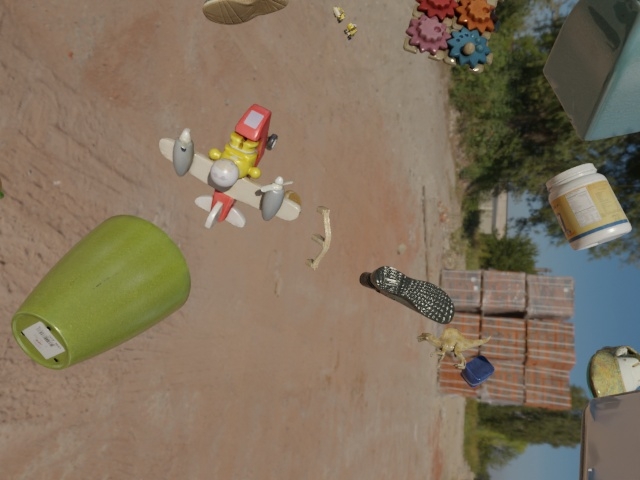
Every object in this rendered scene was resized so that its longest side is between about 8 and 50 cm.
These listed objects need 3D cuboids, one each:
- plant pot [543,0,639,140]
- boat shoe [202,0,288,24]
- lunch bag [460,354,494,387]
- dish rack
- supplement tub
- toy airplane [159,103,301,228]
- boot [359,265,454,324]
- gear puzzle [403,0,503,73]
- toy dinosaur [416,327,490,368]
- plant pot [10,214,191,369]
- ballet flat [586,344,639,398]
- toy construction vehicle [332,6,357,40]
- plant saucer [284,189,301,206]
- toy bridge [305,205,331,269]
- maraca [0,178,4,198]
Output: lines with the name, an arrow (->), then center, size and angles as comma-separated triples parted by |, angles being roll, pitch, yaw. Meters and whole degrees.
plant pot -> 0.627, -0.389, 0.855 | 0.252, 0.248, 0.247 | 70, 12, -56
boat shoe -> -0.242, -0.782, 1.421 | 0.103, 0.285, 0.092 | 51, 33, -66
lunch bag -> 0.501, 0.418, 1.403 | 0.099, 0.067, 0.065 | -17, 141, -25
dish rack -> 0.594, 0.343, 0.741 | 0.072, 0.333, 0.285 | 51, 42, -5
supplement tub -> 0.704, -0.088, 1.168 | 0.144, 0.144, 0.199 | 25, 45, -67
toy airplane -> -0.293, -0.203, 1.409 | 0.272, 0.386, 0.384 | -68, 141, -76
boot -> 0.233, 0.143, 1.197 | 0.083, 0.247, 0.161 | -60, -178, -11
gear puzzle -> 0.279, -0.488, 0.852 | 0.044, 0.176, 0.338 | 115, -8, -73
toy dinosaur -> 0.326, 0.256, 1.047 | 0.053, 0.183, 0.092 | 90, 3, -67
plant pot -> -0.479, 0.125, 0.942 | 0.293, 0.275, 0.274 | -54, 140, -59
ballet flat -> 0.755, 0.326, 1.107 | 0.349, 0.123, 0.123 | 4, 88, -53
toy construction vehicle -> 0.067, -0.588, 1.176 | 0.085, 0.035, 0.098 | 59, 14, -5
plant saucer -> -0.093, -0.134, 1.508 | 0.083, 0.015, 0.083 | 16, 68, -43
toy bridge -> 0.000, 0.000, 1.248 | 0.026, 0.063, 0.188 | -5, 116, -40
maraca -> -0.601, -0.113, 0.699 | 0.185, 0.127, 0.099 | 56, 45, -63
